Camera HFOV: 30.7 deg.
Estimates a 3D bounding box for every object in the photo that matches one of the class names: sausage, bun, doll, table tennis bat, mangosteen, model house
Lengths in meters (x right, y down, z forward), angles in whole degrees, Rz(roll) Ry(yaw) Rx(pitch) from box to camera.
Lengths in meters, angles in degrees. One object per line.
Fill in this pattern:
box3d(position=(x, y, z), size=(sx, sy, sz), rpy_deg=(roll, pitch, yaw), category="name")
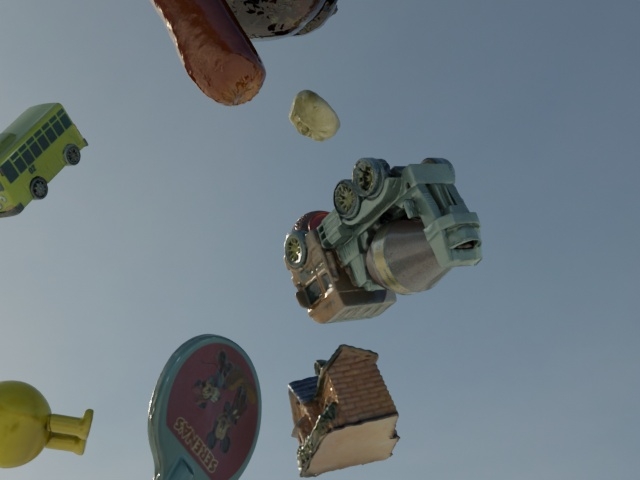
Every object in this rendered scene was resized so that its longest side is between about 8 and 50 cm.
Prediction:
box3d(position=(-0.159, -0.293, 1.476), size=(0.089, 0.300, 0.083), rpy_deg=(-34, -23, 15), category="sausage")
box3d(position=(-0.013, -0.182, 1.758), size=(0.086, 0.055, 0.086), rpy_deg=(39, -16, 13), category="bun")
box3d(position=(-0.556, 0.297, 1.883), size=(0.362, 0.145, 0.199), rpy_deg=(10, -44, -11), category="doll")
box3d(position=(-0.124, 0.197, 1.077), size=(0.040, 0.244, 0.153), rpy_deg=(-2, -47, 35), category="table tennis bat")
box3d(position=(-0.074, -0.386, 1.690), size=(0.231, 0.231, 0.289), rpy_deg=(-4, -13, 20), category="mangosteen")
box3d(position=(0.031, 0.260, 1.889), size=(0.166, 0.172, 0.183), rpy_deg=(-8, -32, -18), category="model house")

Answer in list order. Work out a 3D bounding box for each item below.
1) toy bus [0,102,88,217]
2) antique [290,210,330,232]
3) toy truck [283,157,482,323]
box3d(position=(-0.430, -0.117, 1.688), size=(0.088, 0.175, 0.101), rpy_deg=(-2, -53, 36), category="toy bus")
box3d(position=(0.000, 0.000, 1.890), size=(0.104, 0.104, 0.104), rpy_deg=(8, -36, 6), category="antique")
box3d(position=(0.068, 0.009, 1.243), size=(0.108, 0.140, 0.256), rpy_deg=(-3, -26, -36), category="toy truck")
